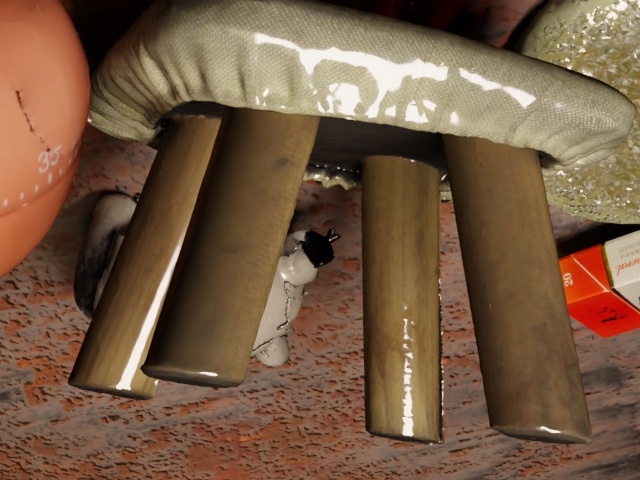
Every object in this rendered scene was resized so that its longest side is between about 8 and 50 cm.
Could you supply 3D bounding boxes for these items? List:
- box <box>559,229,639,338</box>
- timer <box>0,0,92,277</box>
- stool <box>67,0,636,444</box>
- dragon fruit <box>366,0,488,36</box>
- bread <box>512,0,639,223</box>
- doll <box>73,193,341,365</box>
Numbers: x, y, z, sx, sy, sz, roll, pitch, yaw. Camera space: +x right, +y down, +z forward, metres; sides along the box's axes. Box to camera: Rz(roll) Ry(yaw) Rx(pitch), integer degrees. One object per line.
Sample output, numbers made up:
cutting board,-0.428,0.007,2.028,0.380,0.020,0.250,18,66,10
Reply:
box,0.269,0.025,1.216,0.152,0.048,0.100,-23,148,24
timer,-0.258,-0.080,0.947,0.230,0.229,0.215,8,126,-14
stool,0.000,0.000,0.973,0.310,0.226,0.310,12,168,-17
dragon fruit,0.099,-0.162,0.988,0.092,0.122,0.192,6,134,-33
bread,0.258,-0.103,1.115,0.267,0.040,0.267,-3,135,-3
doll,-0.091,0.034,1.180,0.192,0.095,0.149,6,132,-8
